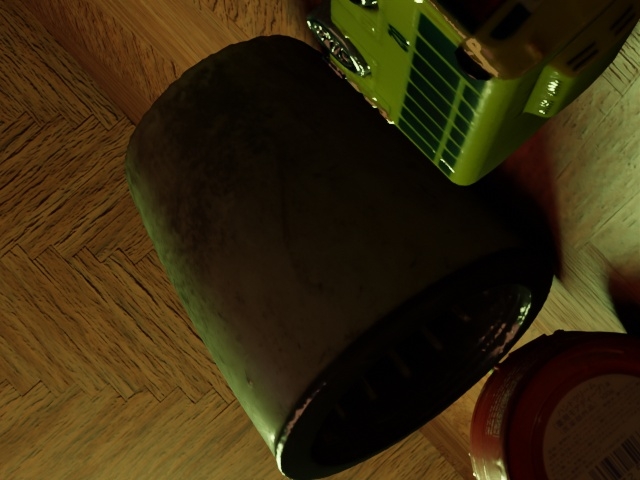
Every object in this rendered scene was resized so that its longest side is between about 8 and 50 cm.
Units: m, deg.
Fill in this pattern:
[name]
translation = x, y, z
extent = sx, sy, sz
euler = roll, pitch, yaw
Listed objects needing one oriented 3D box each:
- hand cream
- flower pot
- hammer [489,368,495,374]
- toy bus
[hand cream]
translation = 0.225, 0.168, 1.310
extent = 0.193, 0.193, 0.125
euler = 48, 174, -1
[flower pot]
translation = 0.000, 0.000, 1.431
extent = 0.330, 0.293, 0.293
euler = 53, 175, 24
[hammer]
translation = 0.224, 0.167, 1.933
extent = 0.195, 0.028, 0.060
euler = 40, 164, 54
[toy bus]
translation = 0.084, -0.129, 0.831
extent = 0.150, 0.128, 0.262
euler = 46, 174, 7
